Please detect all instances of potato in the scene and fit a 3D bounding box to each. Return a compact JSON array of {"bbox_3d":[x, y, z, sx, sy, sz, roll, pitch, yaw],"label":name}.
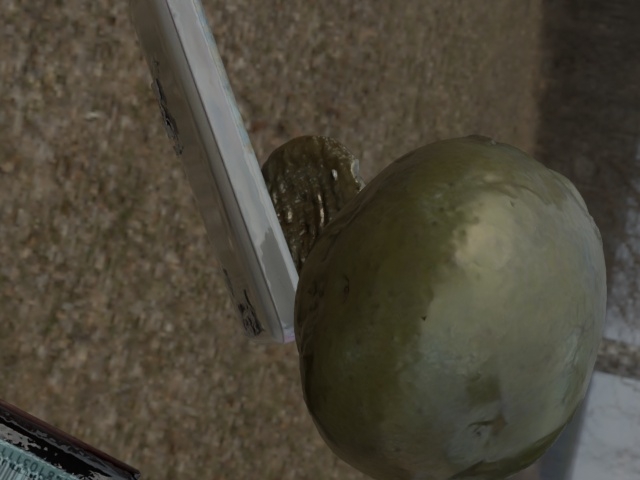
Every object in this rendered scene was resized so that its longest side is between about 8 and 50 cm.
[{"bbox_3d":[0.073,0.035,0.581,0.178,0.160,0.235,-52,175,32],"label":"potato"}]

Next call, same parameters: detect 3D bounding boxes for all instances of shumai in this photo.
[{"bbox_3d":[0.000,0.000,1.205,0.153,0.162,0.209,27,55,-71],"label":"shumai"}]

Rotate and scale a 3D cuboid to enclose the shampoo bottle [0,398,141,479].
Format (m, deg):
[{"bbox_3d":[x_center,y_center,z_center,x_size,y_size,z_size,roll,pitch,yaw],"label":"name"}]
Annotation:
[{"bbox_3d":[-0.301,0.158,0.833,0.129,0.323,0.084,-61,-163,-5],"label":"shampoo bottle"}]

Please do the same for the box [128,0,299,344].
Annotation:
[{"bbox_3d":[-0.076,-0.062,0.793,0.142,0.044,0.285,158,-87,-78],"label":"box"}]
